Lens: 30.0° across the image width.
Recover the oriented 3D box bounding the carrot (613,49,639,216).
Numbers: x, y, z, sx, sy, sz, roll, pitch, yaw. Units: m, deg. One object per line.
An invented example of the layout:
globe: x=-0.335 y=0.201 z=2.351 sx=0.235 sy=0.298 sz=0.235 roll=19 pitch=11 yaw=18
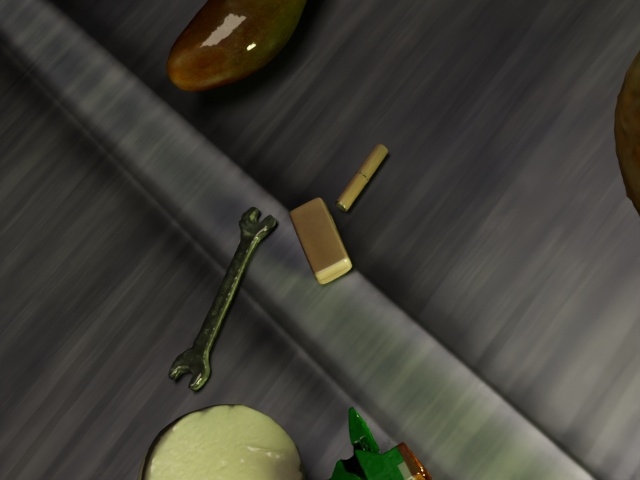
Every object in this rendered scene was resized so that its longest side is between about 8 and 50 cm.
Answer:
carrot: x=0.386 y=-0.041 z=1.013 sx=0.224 sy=0.341 sz=0.224 roll=-19 pitch=46 yaw=20

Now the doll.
doll: x=0.032 y=0.267 z=1.131 sx=0.134 sy=0.106 sz=0.186 roll=25 pitch=71 yaw=36

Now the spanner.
spanner: x=-0.115 y=0.065 z=1.432 sx=0.054 sy=0.015 sz=0.255 roll=5 pitch=59 yaw=32

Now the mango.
mango: x=-0.099 y=-0.299 z=1.634 sx=0.267 sy=0.111 sz=0.133 roll=-47 pitch=32 yaw=-8

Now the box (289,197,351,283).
box: x=0.000 y=0.000 z=1.410 sx=0.048 sy=0.025 sz=0.115 roll=-26 pitch=47 yaw=2

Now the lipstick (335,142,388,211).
lipstick: x=0.050 y=-0.077 z=1.444 sx=0.019 sy=0.019 sz=0.094 roll=22 pitch=69 yaw=39

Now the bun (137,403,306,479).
bun: x=-0.099 y=0.259 z=1.204 sx=0.172 sy=0.120 sz=0.173 roll=2 pitch=54 yaw=-2
